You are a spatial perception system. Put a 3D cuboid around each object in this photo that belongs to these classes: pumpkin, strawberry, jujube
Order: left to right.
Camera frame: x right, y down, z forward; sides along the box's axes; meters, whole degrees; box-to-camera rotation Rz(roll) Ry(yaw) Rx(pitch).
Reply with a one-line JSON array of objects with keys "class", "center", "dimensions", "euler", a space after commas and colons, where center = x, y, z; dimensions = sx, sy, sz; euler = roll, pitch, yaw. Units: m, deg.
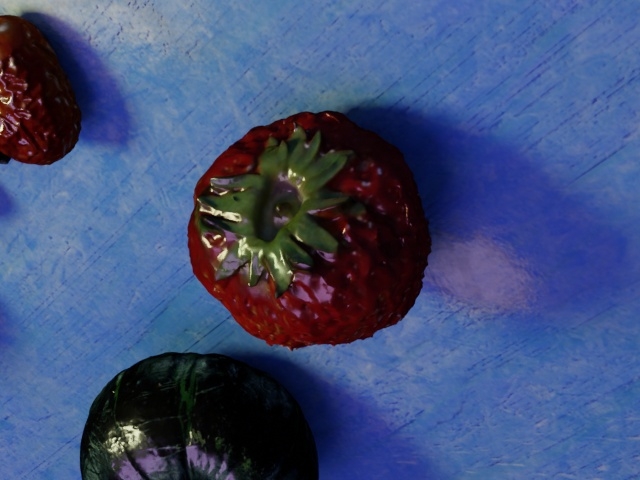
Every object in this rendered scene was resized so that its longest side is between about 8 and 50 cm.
[{"class": "jujube", "center": [-0.339, -0.168, 1.792], "dimensions": [0.112, 0.109, 0.176], "euler": [-16, 124, 1]}, {"class": "pumpkin", "center": [-0.153, 0.270, 2.016], "dimensions": [0.315, 0.238, 0.315], "euler": [4, 134, 4]}, {"class": "strawberry", "center": [0.000, 0.000, 1.666], "dimensions": [0.257, 0.257, 0.277], "euler": [15, 164, 20]}]

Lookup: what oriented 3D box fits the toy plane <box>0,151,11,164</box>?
[{"class": "toy plane", "center": [-0.574, -0.102, 2.011], "dimensions": [0.381, 0.106, 0.155], "euler": [20, 133, 13]}]
